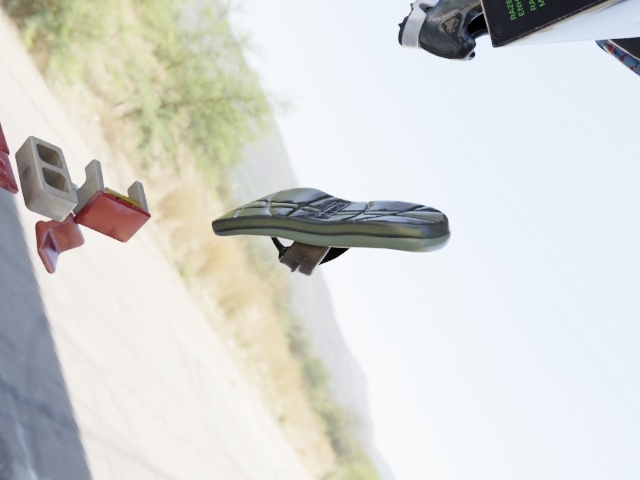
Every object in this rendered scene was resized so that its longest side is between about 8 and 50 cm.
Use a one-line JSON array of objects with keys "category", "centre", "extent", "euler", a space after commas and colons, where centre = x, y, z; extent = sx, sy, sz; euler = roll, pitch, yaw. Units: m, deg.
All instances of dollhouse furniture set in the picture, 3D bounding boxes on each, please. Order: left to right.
[{"category": "dollhouse furniture set", "centre": [-0.429, -0.034, 1.448], "extent": [0.374, 0.201, 0.152], "euler": [28, 28, -44]}]

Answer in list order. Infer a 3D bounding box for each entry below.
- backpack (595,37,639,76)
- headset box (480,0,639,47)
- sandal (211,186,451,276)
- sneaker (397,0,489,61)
[{"category": "backpack", "centre": [0.359, -0.233, 0.970], "extent": [0.158, 0.173, 0.117], "euler": [33, -13, 8]}, {"category": "headset box", "centre": [0.229, -0.189, 0.473], "extent": [0.283, 0.246, 0.131], "euler": [-17, -94, 54]}, {"category": "sandal", "centre": [0.000, 0.001, 1.149], "extent": [0.303, 0.120, 0.086], "euler": [8, -67, 36]}, {"category": "sneaker", "centre": [0.192, -0.293, 1.196], "extent": [0.106, 0.234, 0.078], "euler": [31, -14, 19]}]
